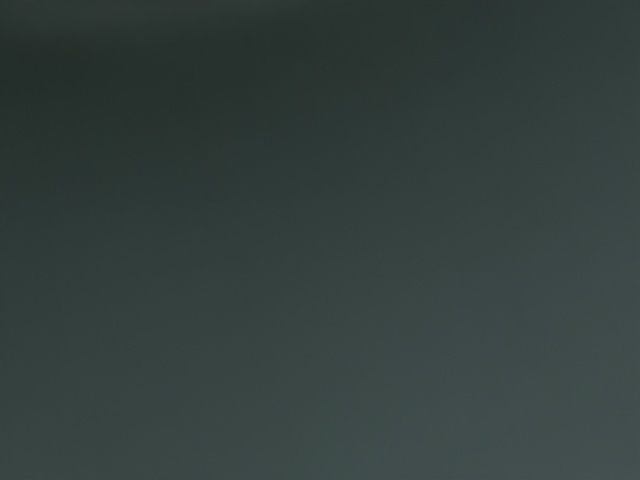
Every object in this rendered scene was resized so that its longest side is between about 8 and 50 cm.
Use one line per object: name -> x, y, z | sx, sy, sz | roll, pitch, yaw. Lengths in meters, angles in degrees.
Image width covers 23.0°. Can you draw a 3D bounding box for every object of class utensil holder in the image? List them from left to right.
utensil holder -> 0.000, 0.000, 0.180 | 0.327, 0.328, 0.385 | 77, 0, -54
